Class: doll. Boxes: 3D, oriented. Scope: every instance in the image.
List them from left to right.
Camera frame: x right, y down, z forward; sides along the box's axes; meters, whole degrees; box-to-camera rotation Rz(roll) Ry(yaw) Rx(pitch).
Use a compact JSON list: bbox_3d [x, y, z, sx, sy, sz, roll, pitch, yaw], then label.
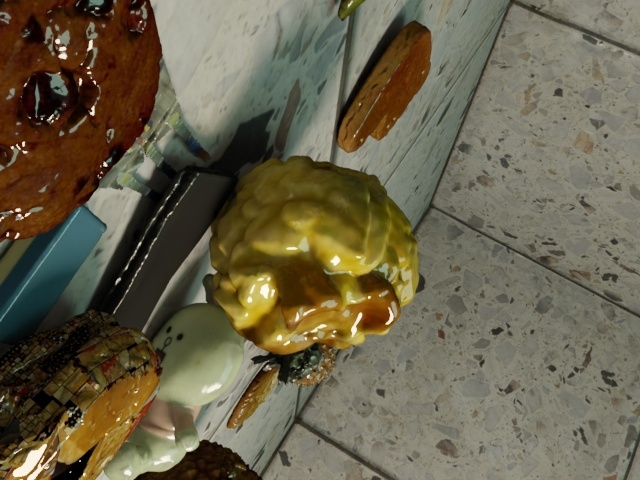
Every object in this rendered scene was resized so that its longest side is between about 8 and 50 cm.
[{"bbox_3d":[-0.177,0.178,0.823,0.113,0.154,0.275,48,67,-38],"label":"doll"}]

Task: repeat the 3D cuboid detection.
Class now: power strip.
[{"bbox_3d":[-0.219,0.021,0.501,0.123,0.032,0.056,-58,168,-12],"label":"power strip"}]

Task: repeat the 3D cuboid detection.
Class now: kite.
[{"bbox_3d":[-0.154,-0.083,0.571,0.141,0.015,0.245,-56,167,-6],"label":"kite"}]

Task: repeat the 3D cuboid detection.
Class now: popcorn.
[{"bbox_3d":[0.000,0.000,0.803,0.225,0.264,0.332,-56,-162,25],"label":"popcorn"}]

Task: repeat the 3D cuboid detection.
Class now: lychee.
[{"bbox_3d":[-0.220,0.470,1.064,0.268,0.267,0.267,-56,167,-20],"label":"lychee"}]

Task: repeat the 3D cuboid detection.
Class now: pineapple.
[{"bbox_3d":[-0.051,0.255,1.476,0.166,0.165,0.364,-59,166,-9],"label":"pineapple"}]

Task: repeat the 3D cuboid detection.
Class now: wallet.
[{"bbox_3d":[-0.175,0.027,0.685,0.244,0.025,0.124,-58,170,10],"label":"wallet"}]

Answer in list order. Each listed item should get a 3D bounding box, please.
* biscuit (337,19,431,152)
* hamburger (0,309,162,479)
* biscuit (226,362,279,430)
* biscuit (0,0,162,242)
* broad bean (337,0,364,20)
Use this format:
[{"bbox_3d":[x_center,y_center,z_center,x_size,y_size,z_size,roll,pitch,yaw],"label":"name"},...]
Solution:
[{"bbox_3d":[0.117,-0.268,1.199,0.262,0.052,0.277,-57,169,3],"label":"biscuit"},{"bbox_3d":[-0.231,0.161,0.549,0.231,0.106,0.231,-48,167,-15],"label":"hamburger"},{"bbox_3d":[-0.160,0.390,1.619,0.229,0.031,0.176,-54,165,-32],"label":"biscuit"},{"bbox_3d":[-0.171,-0.083,0.399,0.192,0.049,0.192,-48,161,-22],"label":"biscuit"},{"bbox_3d":[0.117,-0.424,0.796,0.339,0.061,0.077,-63,161,6],"label":"broad bean"}]
